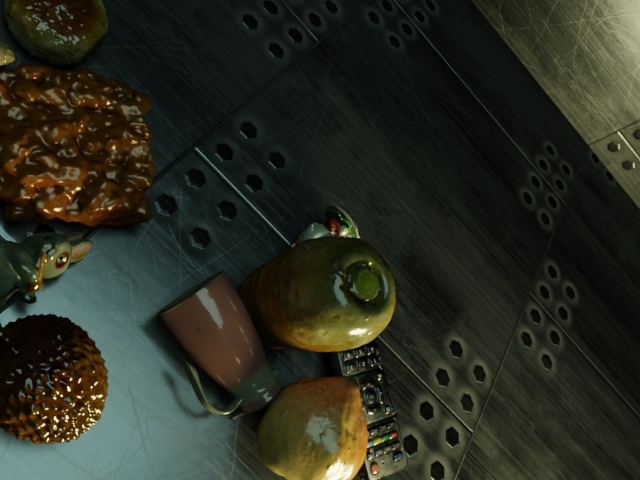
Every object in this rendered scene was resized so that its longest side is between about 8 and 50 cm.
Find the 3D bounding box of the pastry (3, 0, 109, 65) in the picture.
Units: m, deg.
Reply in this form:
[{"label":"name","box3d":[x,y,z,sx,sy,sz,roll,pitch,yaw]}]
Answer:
[{"label":"pastry","box3d":[-0.532,-0.456,1.153,0.182,0.093,0.192,48,52,-12]}]

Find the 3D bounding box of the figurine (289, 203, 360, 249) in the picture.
[{"label":"figurine","box3d":[0.000,0.000,1.325,0.153,0.132,0.132,-31,90,-27]}]

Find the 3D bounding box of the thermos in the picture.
[{"label":"thermos","box3d":[-0.188,0.214,1.089,0.176,0.146,0.265,-35,97,-38]}]

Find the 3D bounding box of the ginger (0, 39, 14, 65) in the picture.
[{"label":"ginger","box3d":[-0.653,-0.302,0.983,0.259,0.149,0.065,-47,137,-40]}]

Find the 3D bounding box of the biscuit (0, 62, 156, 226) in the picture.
[{"label":"biscuit","box3d":[-0.477,-0.180,1.068,0.318,0.110,0.312,1,72,-34]}]

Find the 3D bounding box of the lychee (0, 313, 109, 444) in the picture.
[{"label":"lychee","box3d":[-0.436,0.211,0.882,0.200,0.200,0.238,-59,137,-35]}]

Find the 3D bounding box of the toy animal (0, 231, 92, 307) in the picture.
[{"label":"toy animal","box3d":[-0.499,0.029,0.969,0.138,0.108,0.236,51,51,-6]}]

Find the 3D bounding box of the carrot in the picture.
[{"label":"carrot","box3d":[-0.013,0.114,1.125,0.224,0.340,0.224,12,69,-33]}]

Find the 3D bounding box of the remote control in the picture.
[{"label":"remote control","box3d":[0.086,0.328,1.278,0.144,0.062,0.399,-5,76,-35]}]

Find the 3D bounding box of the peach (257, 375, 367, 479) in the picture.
[{"label":"peach","box3d":[-0.003,0.366,1.106,0.232,0.232,0.233,13,64,-30]}]
